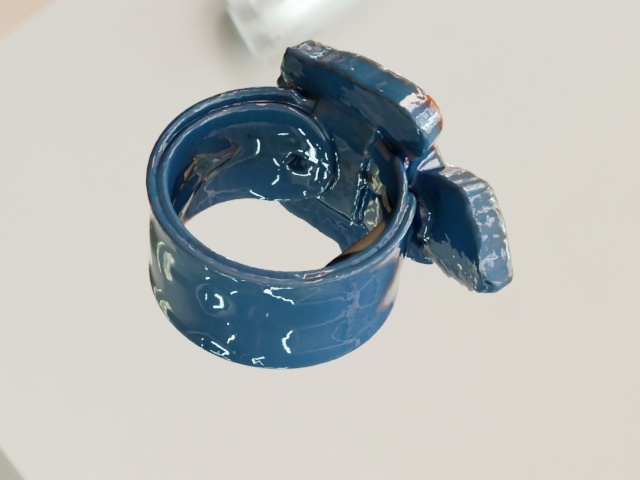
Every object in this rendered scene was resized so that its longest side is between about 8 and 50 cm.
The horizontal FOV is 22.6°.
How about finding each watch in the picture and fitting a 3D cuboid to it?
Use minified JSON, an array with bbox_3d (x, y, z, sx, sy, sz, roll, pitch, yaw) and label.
[{"bbox_3d":[0.000,0.000,1.428,0.305,0.241,0.274,37,-125,26],"label":"watch"}]
